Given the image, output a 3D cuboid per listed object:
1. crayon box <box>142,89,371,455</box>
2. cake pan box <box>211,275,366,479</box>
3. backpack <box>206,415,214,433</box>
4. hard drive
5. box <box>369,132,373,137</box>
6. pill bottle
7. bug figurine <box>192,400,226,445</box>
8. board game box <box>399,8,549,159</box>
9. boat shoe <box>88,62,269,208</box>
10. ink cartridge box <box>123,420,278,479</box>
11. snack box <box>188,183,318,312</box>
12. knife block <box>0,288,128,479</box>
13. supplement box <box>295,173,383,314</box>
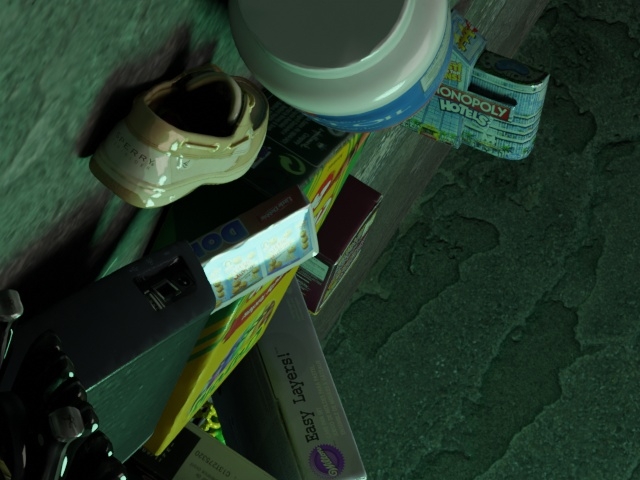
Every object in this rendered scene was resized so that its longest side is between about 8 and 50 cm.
[{"bbox_3d":[-0.079,0.031,1.083,0.318,0.081,0.202,-61,173,34],"label":"crayon box"},{"bbox_3d":[-0.046,0.175,1.367,0.070,0.266,0.245,-13,154,-17],"label":"cake pan box"},{"bbox_3d":[-0.154,0.306,1.863,0.120,0.098,0.101,-45,165,3],"label":"backpack"},{"bbox_3d":[-0.163,0.109,0.767,0.255,0.054,0.172,-34,158,-50],"label":"hard drive"},{"bbox_3d":[0.027,-0.141,1.158,0.100,0.060,0.244,-55,174,-26],"label":"box"},{"bbox_3d":[0.014,-0.131,0.793,0.124,0.124,0.221,-58,173,4],"label":"pill bottle"},{"bbox_3d":[-0.137,0.307,1.651,0.279,0.072,0.216,-106,-145,-66],"label":"bug figurine"},{"bbox_3d":[0.205,-0.209,1.841,0.060,0.194,0.194,-55,159,-34],"label":"board game box"},{"bbox_3d":[-0.065,-0.069,0.768,0.059,0.063,0.170,-54,176,28],"label":"boat shoe"},{"bbox_3d":[-0.138,0.263,1.347,0.069,0.176,0.371,-55,174,-22],"label":"ink cartridge box"},{"bbox_3d":[-0.083,0.028,0.892,0.178,0.022,0.064,-29,149,-12],"label":"snack box"},{"bbox_3d":[-0.199,0.143,0.570,0.276,0.088,0.242,-36,148,3],"label":"knife block"},{"bbox_3d":[0.000,0.000,1.570,0.104,0.081,0.188,-55,174,-21],"label":"supplement box"}]
